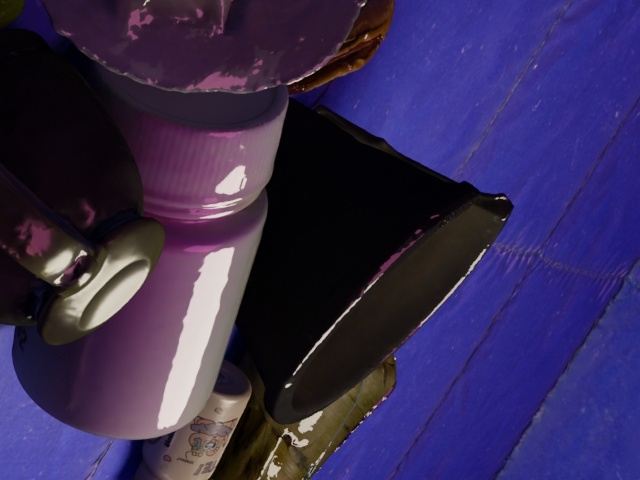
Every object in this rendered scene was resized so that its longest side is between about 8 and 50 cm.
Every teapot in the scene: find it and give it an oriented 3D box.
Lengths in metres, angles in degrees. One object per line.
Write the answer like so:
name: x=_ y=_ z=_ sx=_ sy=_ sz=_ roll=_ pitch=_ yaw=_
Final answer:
teapot: x=-0.250 y=-0.050 z=1.694 sx=0.239 sy=0.239 sz=0.321 roll=-41 pitch=163 yaw=-27

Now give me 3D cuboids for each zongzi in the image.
zongzi: x=-0.063 y=0.199 z=2.500 sx=0.323 sy=0.160 sz=0.360 roll=-52 pitch=159 yaw=-12

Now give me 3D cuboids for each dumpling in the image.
dumpling: x=-0.092 y=-0.291 z=1.766 sx=0.320 sy=0.212 sz=0.270 roll=-45 pitch=121 yaw=7

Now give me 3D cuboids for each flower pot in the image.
flower pot: x=0.000 y=0.000 z=2.209 sx=0.379 sy=0.251 sz=0.379 roll=-43 pitch=167 yaw=-13

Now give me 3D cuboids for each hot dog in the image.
hot dog: x=0.011 y=-0.221 z=2.189 sx=0.242 sy=0.073 sz=0.084 roll=-29 pitch=152 yaw=-42

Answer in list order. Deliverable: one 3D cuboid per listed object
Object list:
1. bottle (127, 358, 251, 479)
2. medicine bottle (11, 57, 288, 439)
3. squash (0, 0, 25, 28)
bottle: x=-0.161 y=0.250 z=2.469 sx=0.110 sy=0.097 sz=0.209 roll=11 pitch=118 yaw=-28
medicine bottle: x=-0.171 y=-0.008 z=1.963 sx=0.219 sy=0.219 sz=0.388 roll=-28 pitch=145 yaw=-45
squash: x=-0.347 y=-0.182 z=1.572 sx=0.292 sy=0.082 sz=0.082 roll=-26 pitch=145 yaw=-51
